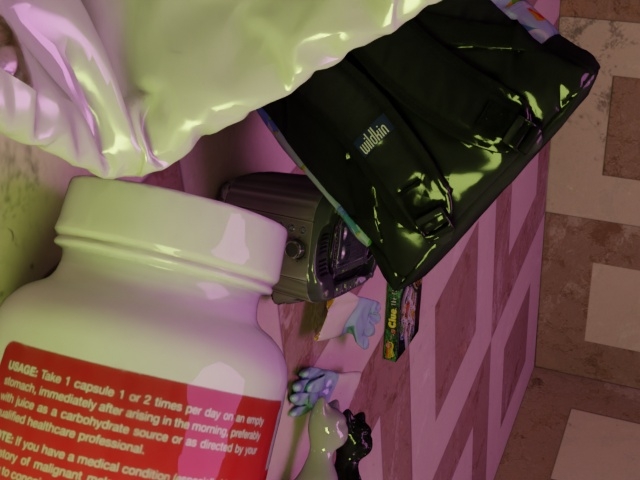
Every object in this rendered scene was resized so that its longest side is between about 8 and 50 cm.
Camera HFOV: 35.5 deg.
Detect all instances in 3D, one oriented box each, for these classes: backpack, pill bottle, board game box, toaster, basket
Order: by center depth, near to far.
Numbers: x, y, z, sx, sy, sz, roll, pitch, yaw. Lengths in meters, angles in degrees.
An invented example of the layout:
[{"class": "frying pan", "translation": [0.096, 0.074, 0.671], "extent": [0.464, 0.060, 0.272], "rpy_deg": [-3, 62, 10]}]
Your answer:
[{"class": "basket", "translation": [-0.091, -0.244, 0.502], "extent": [0.266, 0.331, 0.328], "rpy_deg": [65, 11, 19]}, {"class": "pill bottle", "translation": [-0.154, 0.169, 0.752], "extent": [0.229, 0.229, 0.408], "rpy_deg": [30, 72, -68]}, {"class": "backpack", "translation": [0.057, -0.182, 0.997], "extent": [0.290, 0.355, 0.273], "rpy_deg": [-51, 177, 22]}, {"class": "toaster", "translation": [-0.022, -0.013, 1.124], "extent": [0.227, 0.146, 0.129], "rpy_deg": [-21, 120, -65]}, {"class": "board game box", "translation": [0.152, 0.072, 1.785], "extent": [0.136, 0.030, 0.260], "rpy_deg": [-37, 133, -58]}]

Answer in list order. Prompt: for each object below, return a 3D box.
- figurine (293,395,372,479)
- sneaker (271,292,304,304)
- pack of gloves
[{"class": "figurine", "translation": [0.013, 0.340, 1.470], "extent": [0.215, 0.092, 0.209], "rpy_deg": [46, 55, -64]}, {"class": "sneaker", "translation": [0.000, 0.000, 1.300], "extent": [0.267, 0.101, 0.106], "rpy_deg": [-41, 115, -57]}, {"class": "pack of gloves", "translation": [0.013, 0.166, 1.476], "extent": [0.195, 0.046, 0.232], "rpy_deg": [-67, 156, -1]}]
